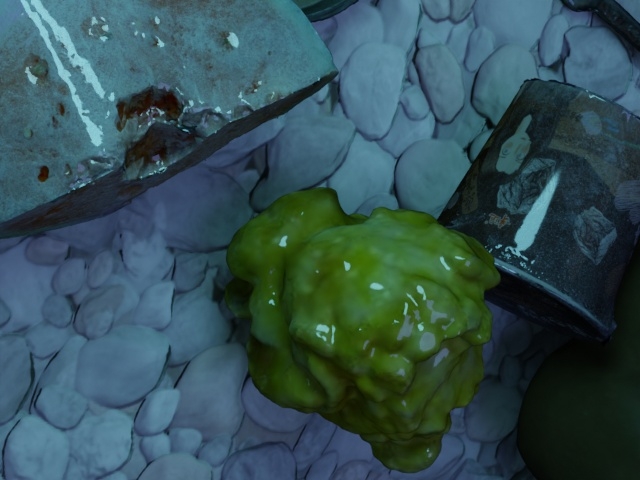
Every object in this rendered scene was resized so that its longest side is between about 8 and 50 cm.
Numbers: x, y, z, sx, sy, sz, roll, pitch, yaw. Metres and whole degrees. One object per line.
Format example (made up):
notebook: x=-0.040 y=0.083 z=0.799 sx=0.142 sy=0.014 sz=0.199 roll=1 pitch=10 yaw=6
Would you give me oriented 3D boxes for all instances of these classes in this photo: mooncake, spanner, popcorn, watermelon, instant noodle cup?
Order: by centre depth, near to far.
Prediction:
watermelon: x=-0.176 y=-0.131 z=1.347 sx=0.322 sy=0.175 sz=0.188 roll=-20 pitch=83 yaw=-26
popcorn: x=0.039 y=0.085 z=1.510 sx=0.235 sy=0.242 sz=0.250 roll=-29 pitch=141 yaw=-23
instant noodle cup: x=0.234 y=-0.034 z=1.619 sx=0.217 sy=0.217 sz=0.207 roll=34 pitch=79 yaw=-38
spanner: x=0.345 y=-0.211 z=1.718 sx=0.254 sy=0.015 sz=0.054 roll=35 pitch=88 yaw=-29
mooncake: x=0.436 y=0.201 z=1.781 sx=0.467 sy=0.262 sz=0.467 roll=-27 pitch=132 yaw=-33

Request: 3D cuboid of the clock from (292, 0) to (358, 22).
clock: x=-0.033 y=-0.322 z=1.412 sx=0.280 sy=0.055 sz=0.280 roll=-13 pitch=114 yaw=-31
